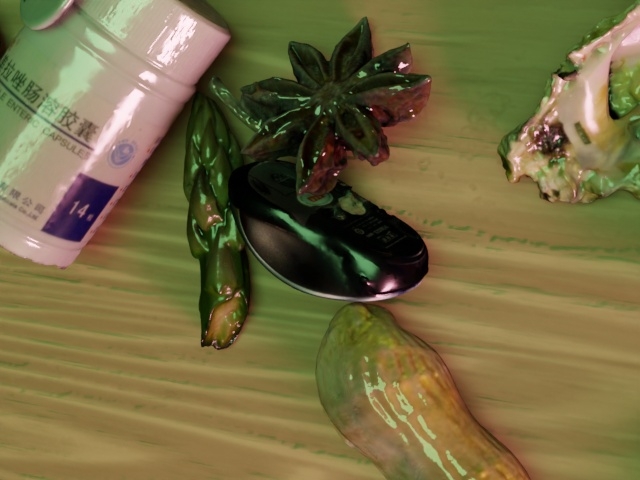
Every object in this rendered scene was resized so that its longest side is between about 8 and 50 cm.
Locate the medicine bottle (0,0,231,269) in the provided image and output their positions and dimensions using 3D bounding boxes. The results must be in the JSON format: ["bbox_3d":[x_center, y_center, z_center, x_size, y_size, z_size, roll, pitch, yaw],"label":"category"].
[{"bbox_3d":[-0.259,-0.154,1.298,0.190,0.190,0.332,38,99,13],"label":"medicine bottle"}]

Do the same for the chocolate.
[{"bbox_3d":[0.103,0.202,1.220,0.134,0.134,0.309,-38,81,12],"label":"chocolate"}]

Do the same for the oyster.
[{"bbox_3d":[0.340,-0.151,1.173,0.354,0.107,0.201,-15,115,18],"label":"oyster"}]

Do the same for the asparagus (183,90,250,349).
[{"bbox_3d":[-0.112,-0.024,1.314,0.080,0.080,0.287,-8,86,16],"label":"asparagus"}]

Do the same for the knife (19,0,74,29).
[{"bbox_3d":[-0.330,-0.360,1.305,0.132,0.038,0.399,-47,45,10],"label":"knife"}]

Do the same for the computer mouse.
[{"bbox_3d":[0.000,0.000,1.251,0.233,0.137,0.096,33,124,21],"label":"computer mouse"}]

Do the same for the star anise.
[{"bbox_3d":[0.002,-0.141,1.259,0.262,0.081,0.230,2,64,29],"label":"star anise"}]
